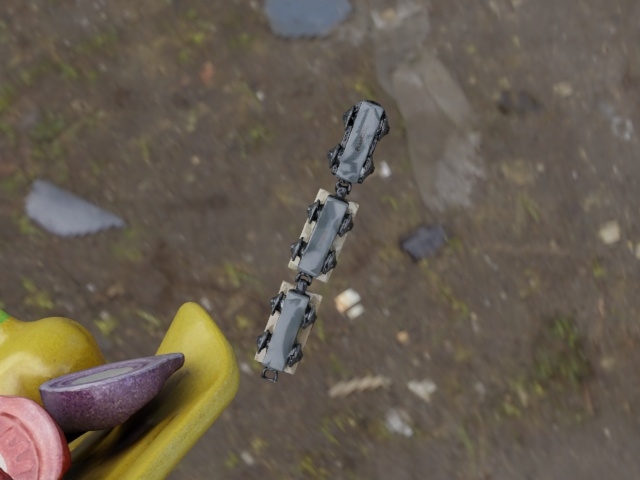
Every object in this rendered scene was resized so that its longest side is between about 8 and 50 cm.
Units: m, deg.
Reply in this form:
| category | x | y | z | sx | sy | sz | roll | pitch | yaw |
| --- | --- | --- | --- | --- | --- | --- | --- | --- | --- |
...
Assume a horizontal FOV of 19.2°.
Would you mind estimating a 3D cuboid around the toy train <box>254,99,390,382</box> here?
| category | x | y | z | sx | sy | sz | roll | pitch | yaw |
| --- | --- | --- | --- | --- | --- | --- | --- | --- | --- |
| toy train | 0.000 | 0.000 | 1.004 | 0.027 | 0.036 | 0.158 | 21 | 97 | 0 |

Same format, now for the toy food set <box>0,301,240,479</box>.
| category | x | y | z | sx | sy | sz | roll | pitch | yaw |
| --- | --- | --- | --- | --- | --- | --- | --- | --- | --- |
| toy food set | -0.108 | 0.070 | 0.531 | 0.128 | 0.218 | 0.071 | -33 | 98 | 31 |
